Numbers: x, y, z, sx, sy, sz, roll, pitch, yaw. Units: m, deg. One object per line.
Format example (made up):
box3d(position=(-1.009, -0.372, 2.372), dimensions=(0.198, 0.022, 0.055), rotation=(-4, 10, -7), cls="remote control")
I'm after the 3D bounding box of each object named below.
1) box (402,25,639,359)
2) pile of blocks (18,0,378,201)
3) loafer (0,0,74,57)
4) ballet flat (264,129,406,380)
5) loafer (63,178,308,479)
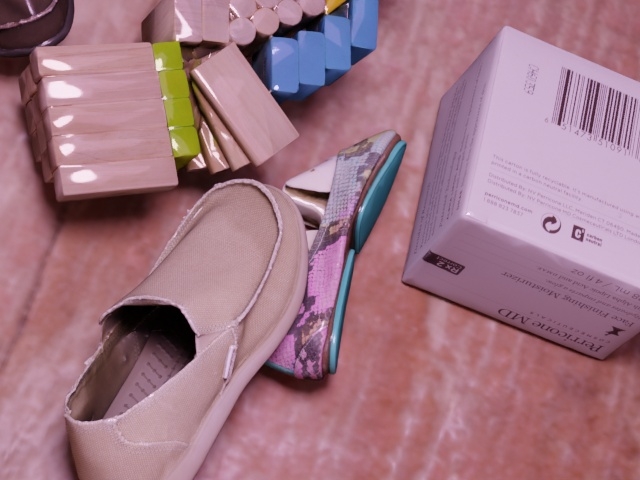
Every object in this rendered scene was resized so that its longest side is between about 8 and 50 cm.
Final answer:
box3d(position=(0.178, -0.035, 1.345), dimensions=(0.181, 0.119, 0.182), rotation=(21, 59, -11), cls="box")
box3d(position=(-0.066, -0.129, 1.309), dimensions=(0.362, 0.112, 0.149), rotation=(-34, 92, -24), cls="pile of blocks")
box3d(position=(-0.238, -0.228, 1.281), dimensions=(0.080, 0.078, 0.220), rotation=(-19, 61, -5), cls="loafer")
box3d(position=(0.000, 0.000, 1.289), dimensions=(0.079, 0.077, 0.221), rotation=(14, 58, 8), cls="ballet flat")
box3d(position=(-0.088, 0.056, 1.186), dimensions=(0.102, 0.092, 0.268), rotation=(5, 54, 27), cls="loafer")
